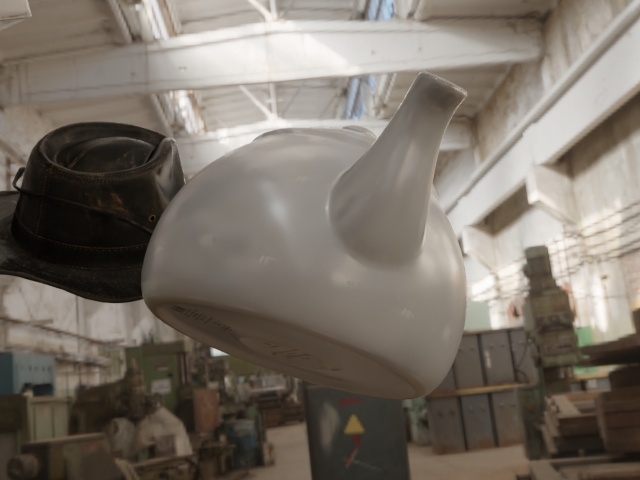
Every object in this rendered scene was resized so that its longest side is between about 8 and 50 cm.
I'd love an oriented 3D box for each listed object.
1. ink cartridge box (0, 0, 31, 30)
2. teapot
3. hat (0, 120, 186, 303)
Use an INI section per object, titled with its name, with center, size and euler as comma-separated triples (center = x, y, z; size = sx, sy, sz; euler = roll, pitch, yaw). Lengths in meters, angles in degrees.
[ink cartridge box]
center = -0.349, -0.258, 0.634
size = 0.100, 0.171, 0.237
euler = -18, 17, -34
[teapot]
center = 0.000, 0.000, 0.559
size = 0.256, 0.187, 0.252
euler = 7, -22, 29
[hat]
center = -0.225, -0.055, 0.799
size = 0.332, 0.133, 0.331
euler = 11, 17, -3
